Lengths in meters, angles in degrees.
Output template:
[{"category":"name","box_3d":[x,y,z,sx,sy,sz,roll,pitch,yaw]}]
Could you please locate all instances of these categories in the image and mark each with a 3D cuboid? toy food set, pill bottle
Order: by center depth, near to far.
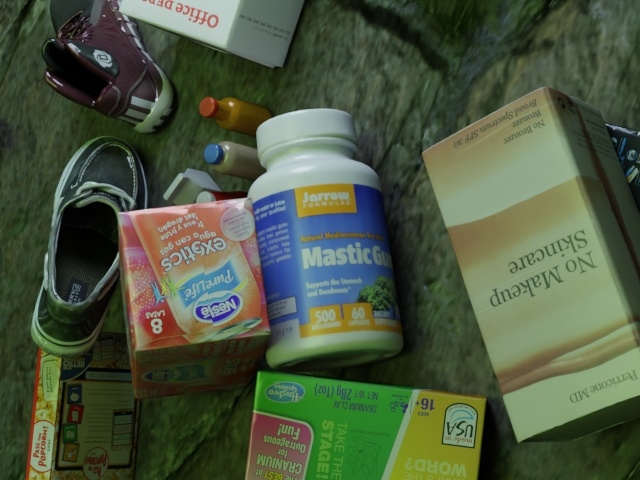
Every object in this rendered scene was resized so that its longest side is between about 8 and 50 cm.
[{"category":"pill bottle","box_3d":[0.000,0.000,1.462,0.152,0.152,0.271,-17,74,34]},{"category":"toy food set","box_3d":[-0.142,-0.059,1.608,0.232,0.105,0.111,-51,57,20]}]

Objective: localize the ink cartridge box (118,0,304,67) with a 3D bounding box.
[{"category":"ink cartridge box","box_3d":[-0.106,-0.370,1.619,0.198,0.115,0.272,24,98,37]}]

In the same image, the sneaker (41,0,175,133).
[{"category":"sneaker","box_3d":[-0.313,-0.261,1.730,0.106,0.163,0.281,-52,57,19]}]

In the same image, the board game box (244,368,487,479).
[{"category":"board game box","box_3d":[0.037,0.304,1.377,0.242,0.064,0.316,6,87,6]}]

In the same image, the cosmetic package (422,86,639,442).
[{"category":"cosmetic package","box_3d":[0.223,0.026,1.239,0.153,0.129,0.296,-29,69,29]}]

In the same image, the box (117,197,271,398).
[{"category":"box","box_3d":[-0.145,0.073,1.467,0.300,0.142,0.154,117,145,-73]}]

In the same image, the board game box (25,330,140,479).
[{"category":"board game box","box_3d":[-0.290,0.208,1.656,0.045,0.147,0.193,1,84,37]}]

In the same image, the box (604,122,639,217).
[{"category":"box","box_3d":[0.273,-0.007,1.320,0.175,0.051,0.220,19,95,37]}]

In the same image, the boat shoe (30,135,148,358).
[{"category":"boat shoe","box_3d":[-0.269,-0.014,1.626,0.119,0.121,0.335,122,158,-47]}]
